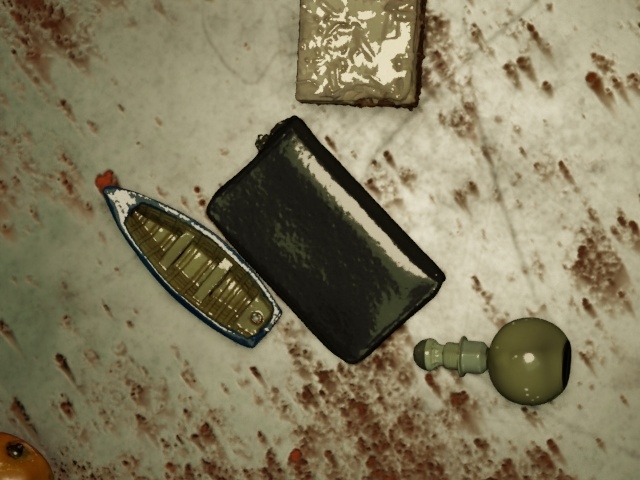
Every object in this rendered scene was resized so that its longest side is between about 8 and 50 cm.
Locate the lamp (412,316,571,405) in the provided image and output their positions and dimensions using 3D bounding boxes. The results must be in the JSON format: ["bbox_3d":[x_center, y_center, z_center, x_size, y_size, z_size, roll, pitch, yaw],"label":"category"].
[{"bbox_3d":[0.175,0.122,1.813,0.163,0.091,0.091,3,90,21],"label":"lamp"}]

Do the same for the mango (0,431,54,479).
[{"bbox_3d":[-0.386,0.319,1.821,0.289,0.129,0.146,-43,97,7],"label":"mango"}]

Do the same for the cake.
[{"bbox_3d":[0.040,-0.199,1.782,0.135,0.147,0.134,3,90,6],"label":"cake"}]

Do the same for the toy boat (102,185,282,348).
[{"bbox_3d":[-0.138,0.020,1.845,0.229,0.046,0.080,40,93,3],"label":"toy boat"}]

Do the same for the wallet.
[{"bbox_3d":[0.000,0.000,1.839,0.149,0.044,0.250,-44,88,7],"label":"wallet"}]
